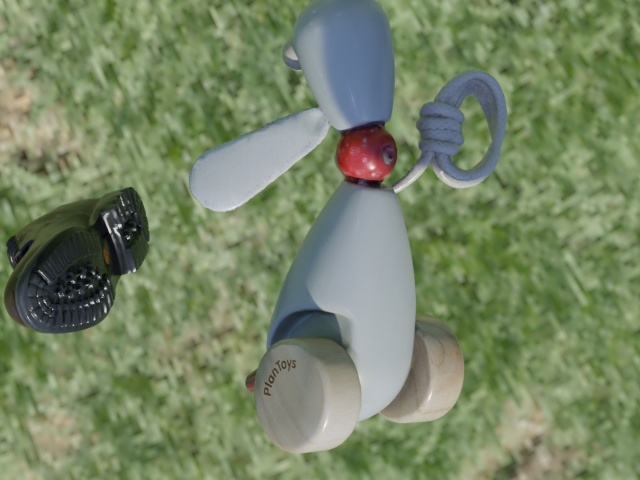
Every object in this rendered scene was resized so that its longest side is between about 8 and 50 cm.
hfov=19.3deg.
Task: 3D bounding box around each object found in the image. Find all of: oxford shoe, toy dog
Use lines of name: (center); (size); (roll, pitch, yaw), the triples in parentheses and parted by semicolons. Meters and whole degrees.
oxford shoe: (-0.214, 0.024, 1.519); (0.096, 0.227, 0.082); (-9, 103, 15)
toy dog: (0.000, 0.000, 1.402); (0.161, 0.333, 0.220); (-4, 158, 43)
